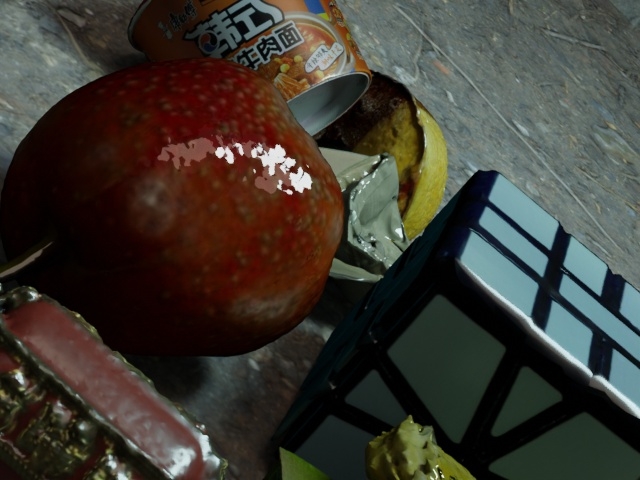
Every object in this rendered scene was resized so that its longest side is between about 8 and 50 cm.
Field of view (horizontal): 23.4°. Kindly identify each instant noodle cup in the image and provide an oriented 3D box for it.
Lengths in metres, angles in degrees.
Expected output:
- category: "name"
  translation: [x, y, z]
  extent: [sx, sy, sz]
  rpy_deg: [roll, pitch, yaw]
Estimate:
- category: "instant noodle cup"
  translation: [-0.073, -0.218, 1.803]
  extent: [0.250, 0.250, 0.192]
  rpy_deg: [-14, 70, -57]

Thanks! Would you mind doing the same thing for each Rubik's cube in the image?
- category: "Rubik's cube"
  translation: [0.162, 0.147, 1.508]
  extent: [0.293, 0.288, 0.283]
  rpy_deg: [37, 26, -3]

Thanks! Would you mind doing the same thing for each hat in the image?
- category: "hat"
  translation: [0.000, 0.000, 1.755]
  extent: [0.245, 0.149, 0.214]
  rpy_deg: [3, 45, 2]

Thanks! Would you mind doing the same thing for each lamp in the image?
- category: "lamp"
  translation: [-0.200, 0.158, 1.182]
  extent: [0.274, 0.177, 0.177]
  rpy_deg: [41, 28, -1]

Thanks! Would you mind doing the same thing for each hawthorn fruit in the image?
- category: "hawthorn fruit"
  translation: [-0.154, -0.015, 1.386]
  extent: [0.369, 0.284, 0.284]
  rpy_deg: [-20, 65, -49]

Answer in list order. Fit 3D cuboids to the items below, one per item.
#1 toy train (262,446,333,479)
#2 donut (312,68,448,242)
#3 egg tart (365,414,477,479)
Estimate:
- category: "toy train"
  translation: [-0.058, 0.274, 1.155]
  extent: [0.090, 0.225, 0.137]
  rpy_deg: [36, 12, -13]
- category: "donut"
  translation: [0.082, -0.132, 1.958]
  extent: [0.112, 0.151, 0.295]
  rpy_deg: [20, 33, -53]
- category: "egg tart"
  translation: [0.097, 0.299, 1.207]
  extent: [0.132, 0.341, 0.341]
  rpy_deg: [3, 31, 6]
